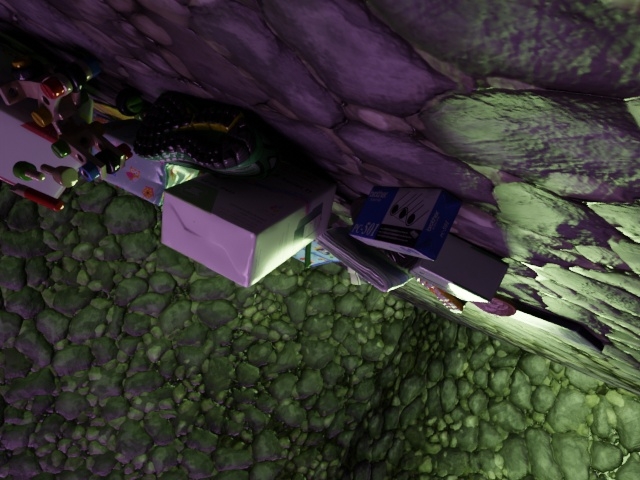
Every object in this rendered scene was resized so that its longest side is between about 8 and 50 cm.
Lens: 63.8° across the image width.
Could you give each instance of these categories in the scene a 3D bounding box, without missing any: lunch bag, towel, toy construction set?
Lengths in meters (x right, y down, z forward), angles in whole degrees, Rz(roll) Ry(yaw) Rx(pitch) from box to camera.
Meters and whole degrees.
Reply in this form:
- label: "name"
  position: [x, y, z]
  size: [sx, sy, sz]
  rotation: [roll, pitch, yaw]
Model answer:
- label: "lunch bag"
  position: [-0.403, -0.216, 1.297]
  size: [0.224, 0.160, 0.262]
  rotation: [25, -152, 12]
- label: "lunch bag"
  position: [0.000, 0.000, 1.873]
  size: [0.221, 0.138, 0.293]
  rotation: [28, 162, -36]
- label: "towel"
  position: [0.120, 0.028, 1.187]
  size: [0.209, 0.034, 0.285]
  rotation: [37, -160, 19]
- label: "towel"
  position: [-0.584, -0.364, 1.518]
  size: [0.237, 0.021, 0.102]
  rotation: [23, 175, 32]
- label: "toy construction set"
  position: [-0.554, -0.233, 1.062]
  size: [0.238, 0.308, 0.257]
  rotation: [19, 164, 23]

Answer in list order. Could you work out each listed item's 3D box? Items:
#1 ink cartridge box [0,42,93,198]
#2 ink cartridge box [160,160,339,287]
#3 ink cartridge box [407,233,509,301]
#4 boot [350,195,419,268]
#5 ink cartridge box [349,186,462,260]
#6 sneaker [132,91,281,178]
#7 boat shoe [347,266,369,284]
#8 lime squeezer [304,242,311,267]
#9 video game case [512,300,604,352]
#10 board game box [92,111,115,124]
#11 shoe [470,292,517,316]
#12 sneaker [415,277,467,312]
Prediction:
- label: "ink cartridge box"
  position: [-0.731, -0.301, 1.263]
  size: [0.279, 0.160, 0.384]
  rotation: [31, -161, -35]
- label: "ink cartridge box"
  position: [-0.111, -0.068, 1.013]
  size: [0.207, 0.119, 0.353]
  rotation: [25, -147, 20]
- label: "ink cartridge box"
  position: [0.274, 0.057, 1.061]
  size: [0.153, 0.086, 0.208]
  rotation: [27, 176, 6]
- label: "boot"
  position: [0.138, -0.021, 1.098]
  size: [0.189, 0.076, 0.208]
  rotation: [51, -167, -3]
- label: "ink cartridge box"
  position: [0.127, -0.033, 0.819]
  size: [0.046, 0.097, 0.207]
  rotation: [29, 174, -23]
- label: "sneaker"
  position: [-0.220, -0.173, 0.952]
  size: [0.344, 0.134, 0.146]
  rotation: [23, 175, 36]
- label: "boat shoe"
  position: [0.175, 0.070, 1.719]
  size: [0.158, 0.127, 0.340]
  rotation: [2, 164, 8]
- label: "lime squeezer"
  position: [-0.064, -0.088, 1.296]
  size: [0.310, 0.110, 0.059]
  rotation: [62, 178, -23]
- label: "video game case"
  position: [0.610, 0.222, 1.417]
  size: [0.196, 0.026, 0.274]
  rotation: [31, 173, -40]
- label: "board game box"
  position: [-0.665, -0.366, 1.682]
  size: [0.136, 0.035, 0.201]
  rotation: [26, -177, 7]
- label: "shoe"
  position: [0.429, 0.142, 1.401]
  size: [0.219, 0.058, 0.076]
  rotation: [20, 142, 25]
- label: "sneaker"
  position: [0.305, 0.090, 1.338]
  size: [0.215, 0.083, 0.084]
  rotation: [44, 170, 0]
